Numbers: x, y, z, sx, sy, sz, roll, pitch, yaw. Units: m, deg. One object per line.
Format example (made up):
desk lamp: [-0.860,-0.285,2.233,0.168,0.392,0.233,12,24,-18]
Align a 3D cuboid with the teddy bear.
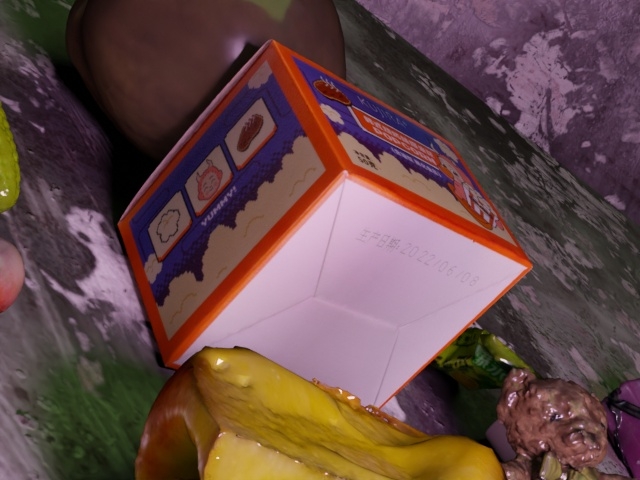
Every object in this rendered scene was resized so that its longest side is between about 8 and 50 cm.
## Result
teddy bear: [0.320,0.328,1.372,0.246,0.222,0.296,9,23,-14]

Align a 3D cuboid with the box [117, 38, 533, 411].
box: [0.000,0.000,1.310,0.348,0.318,0.257,22,29,-41]

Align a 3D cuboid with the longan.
longan: [-0.151,-0.254,1.452,0.404,0.336,0.404,15,2,-1]

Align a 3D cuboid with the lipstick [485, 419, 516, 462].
lipstick: [0.362,0.388,1.544,0.087,0.087,0.327,10,40,-54]

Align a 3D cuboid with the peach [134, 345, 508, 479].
peach: [0.007,0.262,0.967,0.380,0.242,0.306,20,8,-20]

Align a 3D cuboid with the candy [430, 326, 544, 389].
candy: [0.227,0.173,1.576,0.149,0.246,0.069,37,66,-22]

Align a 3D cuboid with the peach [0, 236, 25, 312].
peach: [-0.320,0.034,1.020,0.083,0.083,0.083,36,23,-18]

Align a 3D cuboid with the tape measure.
tape measure: [0.624,0.360,1.982,0.245,0.149,0.231,15,38,-37]

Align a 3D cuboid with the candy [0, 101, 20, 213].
candy: [-0.381,-0.116,1.171,0.097,0.097,0.209,4,49,-58]
